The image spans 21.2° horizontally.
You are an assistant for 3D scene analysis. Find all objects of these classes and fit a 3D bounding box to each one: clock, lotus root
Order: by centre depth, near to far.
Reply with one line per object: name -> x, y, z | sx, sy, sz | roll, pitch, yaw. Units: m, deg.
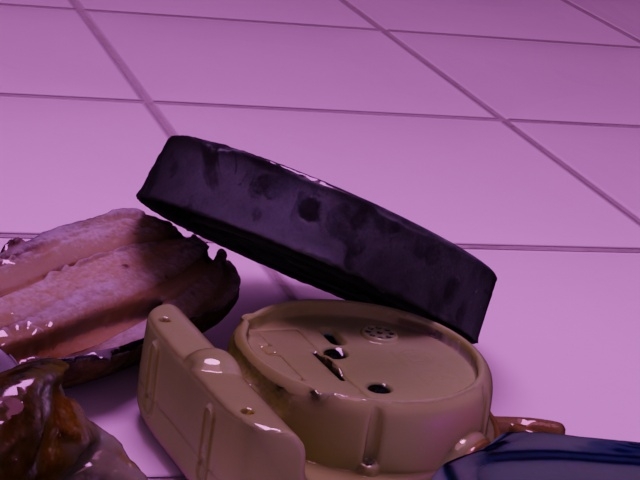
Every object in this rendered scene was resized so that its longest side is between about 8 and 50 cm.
clock -> 0.030, 0.122, 1.298 | 0.308, 0.096, 0.235 | -1, 21, -28
lotus root -> -0.202, 0.068, 1.379 | 0.167, 0.078, 0.329 | 32, 30, 27
clock -> 0.000, 0.001, 1.466 | 0.319, 0.066, 0.319 | 24, -5, 2

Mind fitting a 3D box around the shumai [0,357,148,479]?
shumai -> -0.201, 0.207, 0.939 | 0.272, 0.203, 0.222 | -31, 7, -2

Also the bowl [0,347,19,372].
bowl -> -0.300, 0.125, 1.165 | 0.189, 0.086, 0.189 | 9, 20, -3

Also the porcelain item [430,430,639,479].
porcelain item -> 0.200, 0.228, 0.979 | 0.282, 0.157, 0.286 | 5, 19, -5
